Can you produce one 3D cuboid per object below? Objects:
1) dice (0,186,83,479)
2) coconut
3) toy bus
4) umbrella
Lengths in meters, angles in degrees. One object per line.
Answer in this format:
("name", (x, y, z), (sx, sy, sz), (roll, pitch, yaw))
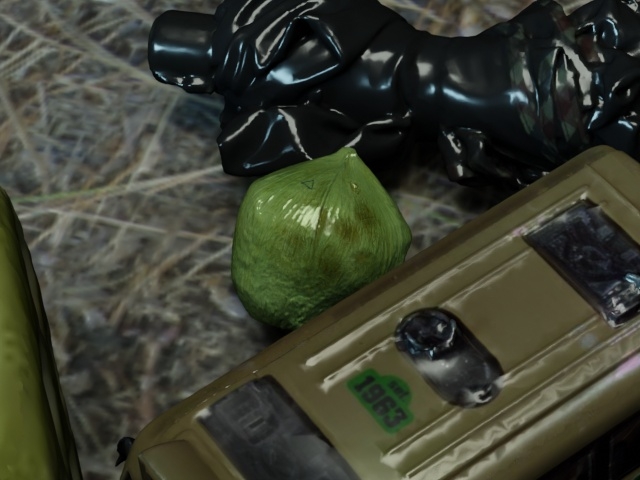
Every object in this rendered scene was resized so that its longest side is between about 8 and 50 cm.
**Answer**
("dice", (-0.218, 0.109, 0.827), (0.233, 0.227, 0.238), (-12, 52, -7))
("coconut", (0.000, 0.000, 0.971), (0.088, 0.096, 0.088), (16, 13, -4))
("toy bus", (0.052, 0.091, 0.861), (0.289, 0.157, 0.139), (-30, 57, -17))
("umbrella", (0.042, -0.080, 1.026), (0.272, 0.110, 0.122), (9, 89, 11))
